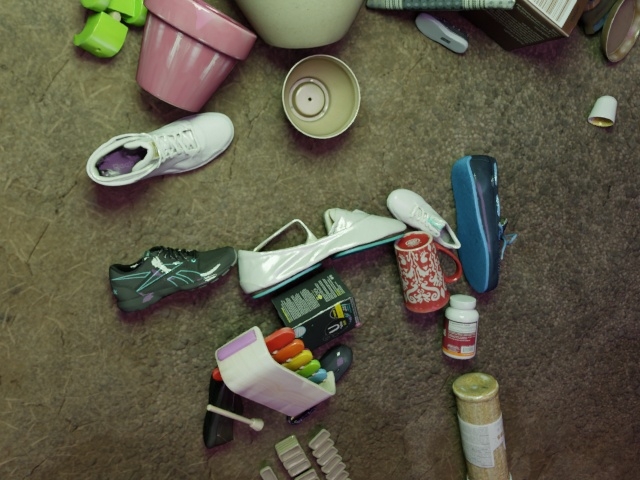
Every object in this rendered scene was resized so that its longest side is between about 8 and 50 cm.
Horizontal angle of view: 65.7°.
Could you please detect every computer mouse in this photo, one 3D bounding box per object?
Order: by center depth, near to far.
[{"bbox_3d":[-0.001,0.361,1.226,0.071,0.041,0.242,34,92,-21],"label":"computer mouse"}]

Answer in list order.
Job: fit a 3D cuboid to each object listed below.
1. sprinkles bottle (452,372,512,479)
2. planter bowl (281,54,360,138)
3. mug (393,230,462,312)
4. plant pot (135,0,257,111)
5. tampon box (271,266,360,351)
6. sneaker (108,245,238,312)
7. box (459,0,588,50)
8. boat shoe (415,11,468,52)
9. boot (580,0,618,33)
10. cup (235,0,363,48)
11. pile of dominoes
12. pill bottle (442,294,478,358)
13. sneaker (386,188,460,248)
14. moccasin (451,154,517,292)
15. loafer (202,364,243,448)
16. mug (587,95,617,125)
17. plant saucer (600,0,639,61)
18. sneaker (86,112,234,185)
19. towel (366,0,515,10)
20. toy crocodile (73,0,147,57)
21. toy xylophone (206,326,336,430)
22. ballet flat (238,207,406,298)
[{"bbox_3d":[0.446,0.544,1.360,0.121,0.121,0.355,-17,106,-13],"label":"sprinkles bottle"},{"bbox_3d":[-0.011,-0.297,1.037,0.162,0.109,0.161,-4,103,-15],"label":"planter bowl"},{"bbox_3d":[0.249,0.063,1.190,0.150,0.113,0.169,-35,120,-30],"label":"mug"},{"bbox_3d":[-0.247,-0.350,0.920,0.202,0.201,0.180,25,109,-20],"label":"plant pot"},{"bbox_3d":[-0.009,0.163,1.124,0.161,0.101,0.120,-28,138,-10],"label":"tampon box"},{"bbox_3d":[-0.306,0.058,1.034,0.268,0.101,0.106,-22,105,-11],"label":"sneaker"},{"bbox_3d":[0.450,-0.541,1.071,0.169,0.203,0.166,26,94,-21],"label":"box"},{"bbox_3d":[0.276,-0.477,1.120,0.142,0.049,0.040,24,76,-22],"label":"boat shoe"},{"bbox_3d":[0.690,-0.615,1.211,0.219,0.082,0.106,-53,135,-8],"label":"boot"},{"bbox_3d":[-0.038,-0.496,0.904,0.332,0.331,0.236,-16,131,-13],"label":"cup"},{"bbox_3d":[-0.033,0.606,1.287,0.196,0.040,0.251,-27,117,-10],"label":"pile of dominoes"},{"bbox_3d":[0.362,0.221,1.280,0.086,0.086,0.151,-2,103,-16],"label":"pill bottle"},{"bbox_3d":[0.255,-0.049,1.182,0.212,0.094,0.080,34,92,-20],"label":"sneaker"},{"bbox_3d":[0.411,-0.040,1.210,0.117,0.138,0.341,-14,107,-18],"label":"moccasin"},{"bbox_3d":[-0.217,0.375,1.152,0.079,0.080,0.219,8,105,-28],"label":"loafer"},{"bbox_3d":[0.736,-0.336,1.289,0.062,0.078,0.064,17,88,13],"label":"mug"},{"bbox_3d":[0.746,-0.532,1.227,0.169,0.029,0.168,-21,128,-29],"label":"plant saucer"},{"bbox_3d":[-0.295,-0.171,0.949,0.293,0.169,0.108,-24,106,-12],"label":"sneaker"},{"bbox_3d":[0.257,-0.627,0.988,0.056,0.313,0.323,-12,112,-61],"label":"towel"},{"bbox_3d":[-0.377,-0.505,0.889,0.115,0.105,0.340,-9,109,-58],"label":"toy crocodile"},{"bbox_3d":[-0.110,0.313,1.086,0.236,0.081,0.322,-28,137,8],"label":"toy xylophone"},{"bbox_3d":[0.000,0.000,1.109,0.401,0.139,0.139,-22,108,-10],"label":"ballet flat"}]
